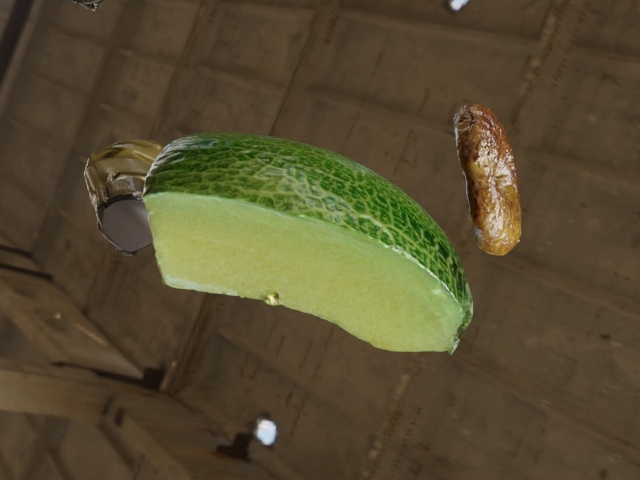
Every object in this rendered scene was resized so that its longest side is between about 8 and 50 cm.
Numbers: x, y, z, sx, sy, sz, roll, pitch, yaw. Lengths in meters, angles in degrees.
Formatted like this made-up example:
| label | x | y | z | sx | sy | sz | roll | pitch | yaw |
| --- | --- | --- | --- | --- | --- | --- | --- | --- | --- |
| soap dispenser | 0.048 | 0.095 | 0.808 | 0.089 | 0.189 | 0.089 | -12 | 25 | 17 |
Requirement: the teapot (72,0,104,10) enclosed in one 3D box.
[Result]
| label | x | y | z | sx | sy | sz | roll | pitch | yaw |
| --- | --- | --- | --- | --- | --- | --- | --- | --- | --- |
| teapot | -0.189 | -0.428 | 1.003 | 0.200 | 0.337 | 0.270 | 33 | -48 | 24 |

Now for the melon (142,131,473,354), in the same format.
| label | x | y | z | sx | sy | sz | roll | pitch | yaw |
| --- | --- | --- | --- | --- | --- | --- | --- | --- | --- |
| melon | 0.000 | 0.000 | 0.938 | 0.343 | 0.331 | 0.226 | 6 | -92 | 3 |

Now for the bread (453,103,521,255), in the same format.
| label | x | y | z | sx | sy | sz | roll | pitch | yaw |
| --- | --- | --- | --- | --- | --- | --- | --- | --- | --- |
| bread | 0.206 | -0.074 | 1.021 | 0.064 | 0.193 | 0.193 | -11 | -114 | 16 |

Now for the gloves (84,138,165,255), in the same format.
| label | x | y | z | sx | sy | sz | roll | pitch | yaw |
| --- | --- | --- | --- | --- | --- | --- | --- | --- | --- |
| gloves | -0.307 | -0.093 | 1.372 | 0.331 | 0.154 | 0.141 | -118 | -159 | -64 |
